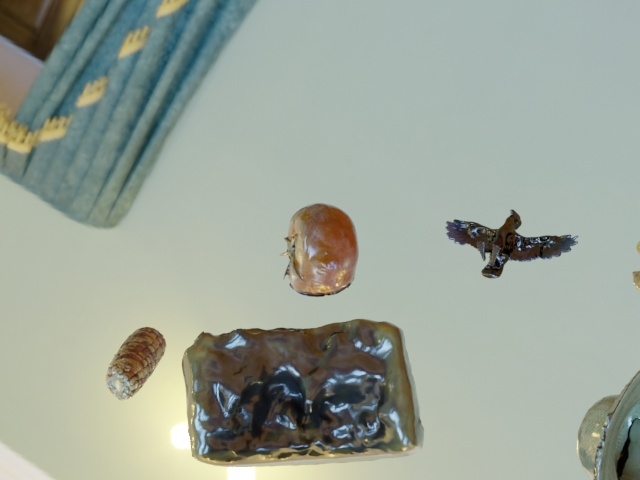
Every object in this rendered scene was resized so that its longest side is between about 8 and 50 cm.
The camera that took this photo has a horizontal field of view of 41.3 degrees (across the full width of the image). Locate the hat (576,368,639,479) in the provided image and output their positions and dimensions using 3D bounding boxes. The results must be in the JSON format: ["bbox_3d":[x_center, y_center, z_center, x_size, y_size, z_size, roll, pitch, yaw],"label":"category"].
[{"bbox_3d":[0.342,0.227,0.924,0.252,0.252,0.110,20,172,-31],"label":"hat"}]

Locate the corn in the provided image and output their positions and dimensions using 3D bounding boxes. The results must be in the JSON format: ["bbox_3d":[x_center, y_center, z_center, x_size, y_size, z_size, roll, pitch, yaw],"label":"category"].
[{"bbox_3d":[-0.419,0.278,1.919,0.098,0.098,0.290,29,-165,-5],"label":"corn"}]

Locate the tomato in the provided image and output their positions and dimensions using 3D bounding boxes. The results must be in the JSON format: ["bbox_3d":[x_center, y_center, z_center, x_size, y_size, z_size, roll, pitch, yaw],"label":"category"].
[{"bbox_3d":[0.000,0.000,1.919,0.180,0.155,0.214,-5,-136,-7],"label":"tomato"}]

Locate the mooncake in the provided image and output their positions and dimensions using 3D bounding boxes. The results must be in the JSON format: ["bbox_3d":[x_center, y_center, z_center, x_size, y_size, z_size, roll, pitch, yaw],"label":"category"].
[{"bbox_3d":[-0.037,0.270,1.479,0.394,0.393,0.246,13,-119,-35],"label":"mooncake"}]

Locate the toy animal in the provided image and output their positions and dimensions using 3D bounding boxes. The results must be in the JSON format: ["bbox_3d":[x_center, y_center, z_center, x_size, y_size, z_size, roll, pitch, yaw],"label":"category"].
[{"bbox_3d":[0.272,0.003,1.264,0.220,0.062,0.108,7,-141,36],"label":"toy animal"}]

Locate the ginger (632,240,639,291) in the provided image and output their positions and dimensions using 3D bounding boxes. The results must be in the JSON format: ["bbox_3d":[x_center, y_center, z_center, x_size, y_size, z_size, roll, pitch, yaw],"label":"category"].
[{"bbox_3d":[0.612,0.074,1.512,0.193,0.052,0.176,49,179,-26],"label":"ginger"}]
